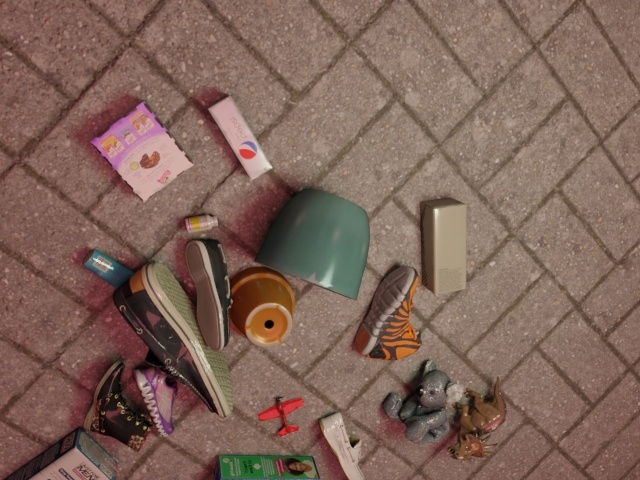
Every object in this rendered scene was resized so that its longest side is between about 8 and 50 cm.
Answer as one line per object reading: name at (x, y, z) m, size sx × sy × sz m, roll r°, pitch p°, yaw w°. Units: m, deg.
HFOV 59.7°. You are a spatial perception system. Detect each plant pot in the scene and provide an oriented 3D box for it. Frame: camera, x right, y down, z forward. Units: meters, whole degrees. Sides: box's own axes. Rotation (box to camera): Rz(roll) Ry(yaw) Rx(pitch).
plant pot at (-0.160, 0.199, 1.548) m, size 0.205 × 0.188 × 0.205 m, roll -4°, pitch 107°, yaw -14°
plant pot at (0.000, 0.000, 1.493) m, size 0.293 × 0.293 × 0.235 m, roll 23°, pitch 85°, yaw -20°

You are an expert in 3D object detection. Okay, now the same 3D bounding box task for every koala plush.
koala plush at (0.353, 0.511, 1.792) m, size 0.203 × 0.196 × 0.221 m, roll 16°, pitch 101°, yaw -31°

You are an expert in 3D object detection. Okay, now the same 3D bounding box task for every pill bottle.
pill bottle at (-0.322, -0.046, 1.510) m, size 0.083 × 0.043 × 0.043 m, roll -11°, pitch 108°, yaw -13°

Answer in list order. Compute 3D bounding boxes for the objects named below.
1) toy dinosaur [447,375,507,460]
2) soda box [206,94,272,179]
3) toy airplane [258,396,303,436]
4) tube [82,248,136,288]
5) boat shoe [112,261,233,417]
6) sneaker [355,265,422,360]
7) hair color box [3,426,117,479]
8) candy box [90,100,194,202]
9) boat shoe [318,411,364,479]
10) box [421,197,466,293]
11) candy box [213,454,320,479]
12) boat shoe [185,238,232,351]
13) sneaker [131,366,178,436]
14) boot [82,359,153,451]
toy dinosaur at (0.542, 0.606, 1.855) m, size 0.295 × 0.200 × 0.127 m, roll -47°, pitch 112°, yaw 1°
soda box at (-0.211, -0.268, 1.459) m, size 0.069 × 0.074 × 0.216 m, roll -33°, pitch 111°, yaw -4°
toy airplane at (-0.117, 0.555, 1.750) m, size 0.151 × 0.028 × 0.151 m, roll -4°, pitch 107°, yaw -13°
tube at (-0.534, 0.100, 1.494) m, size 0.080 × 0.052 × 0.207 m, roll -45°, pitch 119°, yaw 7°
boat shoe at (-0.386, 0.290, 1.519) m, size 0.156 × 0.187 × 0.500 m, roll -25°, pitch 114°, yaw 4°
sneaker at (0.249, 0.232, 1.720) m, size 0.180 × 0.124 × 0.321 m, roll 19°, pitch 111°, yaw -24°
hair color box at (-0.772, 0.708, 1.572) m, size 0.347 × 0.105 × 0.174 m, roll -34°, pitch 112°, yaw -3°
candy box at (-0.446, -0.224, 1.410) m, size 0.165 × 0.070 × 0.196 m, roll -37°, pitch 111°, yaw -3°
boat shoe at (0.092, 0.677, 1.806) m, size 0.096 × 0.098 × 0.277 m, roll -28°, pitch 110°, yaw -5°
box at (0.373, 0.017, 1.693) m, size 0.113 × 0.094 × 0.275 m, roll -7°, pitch 107°, yaw -14°
candy box at (-0.186, 0.826, 1.761) m, size 0.317 × 0.122 × 0.268 m, roll 7°, pitch 105°, yaw -18°
boat shoe at (-0.280, 0.142, 1.501) m, size 0.091 × 0.114 × 0.302 m, roll -9°, pitch 89°, yaw -47°
sneaker at (-0.453, 0.454, 1.601) m, size 0.105 × 0.095 × 0.236 m, roll -24°, pitch 115°, yaw -27°
boot at (-0.539, 0.461, 1.547) m, size 0.179 × 0.085 × 0.236 m, roll 27°, pitch 105°, yaw 2°
